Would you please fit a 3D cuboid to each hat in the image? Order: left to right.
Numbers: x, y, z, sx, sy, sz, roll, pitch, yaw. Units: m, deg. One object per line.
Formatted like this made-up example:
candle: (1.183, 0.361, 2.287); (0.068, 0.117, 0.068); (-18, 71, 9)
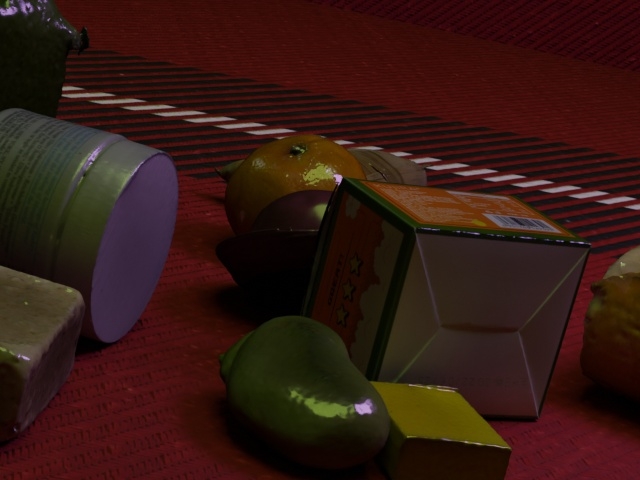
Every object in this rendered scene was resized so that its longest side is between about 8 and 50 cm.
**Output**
hat: (0.000, 0.000, 1.830); (0.205, 0.089, 0.205); (-1, -14, 0)

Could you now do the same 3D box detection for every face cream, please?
face cream: (-0.226, -0.015, 1.647); (0.153, 0.177, 0.177); (17, 16, 16)

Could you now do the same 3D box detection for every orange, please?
orange: (-0.022, -0.044, 1.985); (0.156, 0.124, 0.156); (4, 32, -2)

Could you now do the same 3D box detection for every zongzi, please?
zongzi: (0.005, -0.065, 2.171); (0.197, 0.099, 0.194); (18, 16, 33)

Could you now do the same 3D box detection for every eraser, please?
eraser: (0.090, 0.160, 1.565); (0.097, 0.045, 0.122); (8, 17, -19)

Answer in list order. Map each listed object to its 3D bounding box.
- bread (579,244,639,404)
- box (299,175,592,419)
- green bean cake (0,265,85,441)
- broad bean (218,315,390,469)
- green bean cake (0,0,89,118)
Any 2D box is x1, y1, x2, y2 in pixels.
bread: (0.447, 0.116, 1.804); (0.375, 0.165, 0.236); (21, 13, 24)
box: (0.107, 0.051, 1.708); (0.195, 0.177, 0.148); (4, 20, -31)
green bean cake: (-0.255, 0.084, 1.456); (0.109, 0.085, 0.179); (16, 17, 3)
broad bean: (-0.016, 0.120, 1.538); (0.124, 0.082, 0.174); (-1, 21, -17)
green bean cake: (-0.373, -0.130, 1.776); (0.156, 0.250, 0.247); (27, 21, 35)
